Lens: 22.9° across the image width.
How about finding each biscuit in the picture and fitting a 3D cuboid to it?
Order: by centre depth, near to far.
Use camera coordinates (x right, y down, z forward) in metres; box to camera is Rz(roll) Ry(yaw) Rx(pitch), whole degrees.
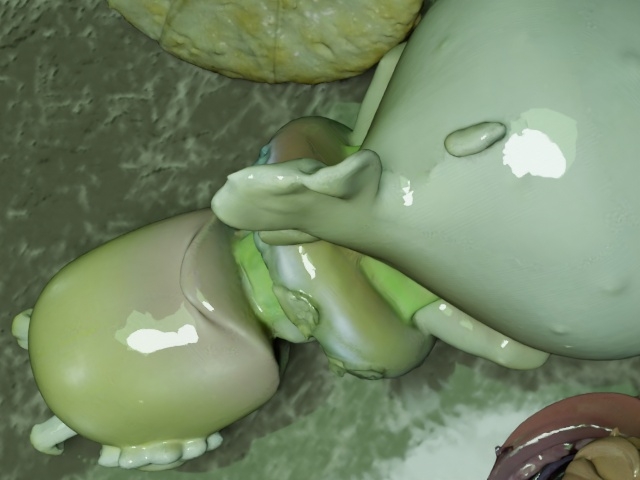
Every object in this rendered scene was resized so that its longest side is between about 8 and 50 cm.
[{"bbox_3d":[-0.044,-0.163,0.800,0.220,0.219,0.033,19,50,12],"label":"biscuit"}]

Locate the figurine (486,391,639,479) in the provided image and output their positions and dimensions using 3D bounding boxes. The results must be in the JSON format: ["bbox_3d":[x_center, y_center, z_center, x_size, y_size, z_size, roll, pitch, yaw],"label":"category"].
[{"bbox_3d":[0.146,0.130,0.748,0.114,0.157,0.126,8,77,-11],"label":"figurine"}]

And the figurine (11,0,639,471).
[{"bbox_3d":[0.000,0.000,0.744,0.394,0.274,0.226,-24,74,23],"label":"figurine"}]
